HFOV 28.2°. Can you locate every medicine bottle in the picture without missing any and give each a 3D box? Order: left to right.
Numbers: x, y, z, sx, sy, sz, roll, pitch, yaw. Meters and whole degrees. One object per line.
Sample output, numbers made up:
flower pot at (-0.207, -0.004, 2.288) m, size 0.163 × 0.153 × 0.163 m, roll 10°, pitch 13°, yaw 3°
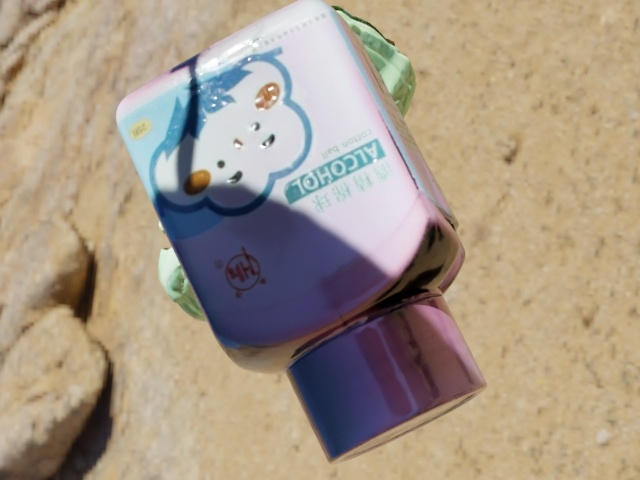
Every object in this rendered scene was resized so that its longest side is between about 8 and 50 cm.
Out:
medicine bottle at (0.000, 0.000, 0.582) m, size 0.188 × 0.119 × 0.094 m, roll 64°, pitch -174°, yaw 13°

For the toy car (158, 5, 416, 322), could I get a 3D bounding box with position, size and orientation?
toy car at (-0.015, -0.032, 0.682) m, size 0.186 × 0.093 × 0.058 m, roll -58°, pitch 35°, yaw 6°
